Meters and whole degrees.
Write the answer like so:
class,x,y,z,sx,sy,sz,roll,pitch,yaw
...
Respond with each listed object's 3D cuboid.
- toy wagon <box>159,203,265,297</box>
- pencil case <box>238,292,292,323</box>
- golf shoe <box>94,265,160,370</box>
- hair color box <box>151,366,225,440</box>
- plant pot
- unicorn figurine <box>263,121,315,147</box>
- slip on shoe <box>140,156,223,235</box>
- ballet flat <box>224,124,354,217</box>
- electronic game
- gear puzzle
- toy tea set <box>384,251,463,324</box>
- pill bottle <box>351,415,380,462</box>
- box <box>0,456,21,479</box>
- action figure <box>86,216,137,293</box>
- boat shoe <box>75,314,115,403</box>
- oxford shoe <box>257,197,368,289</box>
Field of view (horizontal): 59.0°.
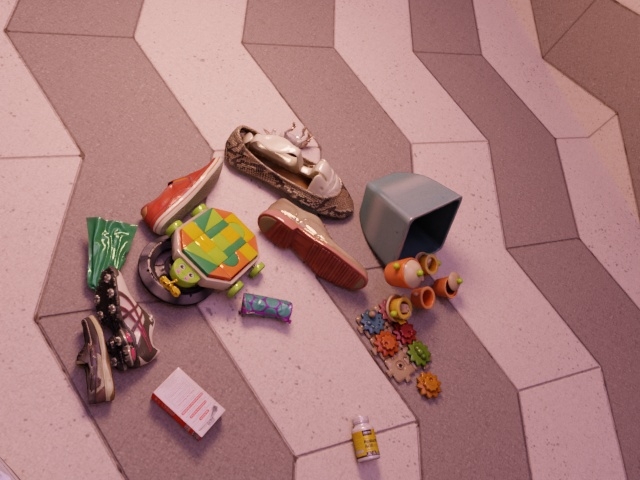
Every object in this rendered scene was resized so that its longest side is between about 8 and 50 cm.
class,x,y,z,sx,sy,sz,roll,pitch,yaw
toy wagon,-0.316,0.041,1.615,0.267,0.068,0.344,45,38,-1
pencil case,-0.157,0.197,1.645,0.152,0.064,0.070,12,42,-16
golf shoe,-0.506,0.198,1.476,0.120,0.105,0.272,-6,78,-51
hair color box,-0.338,0.418,1.449,0.167,0.053,0.093,41,53,5
plant pot,0.271,-0.089,1.893,0.248,0.247,0.252,-23,52,-31
unicorn figurine,-0.109,-0.365,1.978,0.162,0.111,0.060,31,43,-22
slip on shoe,-0.410,-0.155,1.715,0.101,0.123,0.331,37,59,5
ballet flat,-0.083,-0.230,1.851,0.483,0.182,0.164,27,54,-7
electronic game,-0.403,0.082,1.617,0.229,0.048,0.229,16,52,-21
gear puzzle,0.258,0.341,1.749,0.175,0.044,0.339,-25,74,-32
toy tea set,0.342,0.134,1.797,0.336,0.124,0.200,-15,95,-41
pill bottle,0.121,0.547,1.561,0.065,0.065,0.116,-2,62,-24
box,-0.671,0.504,1.131,0.231,0.262,0.127,45,55,5
action figure,-0.585,0.057,1.547,0.137,0.063,0.232,9,66,-20
boat shoe,-0.569,0.295,1.406,0.073,0.080,0.223,-10,71,-33
oxford shoe,0.000,0.000,1.784,0.397,0.140,0.146,38,47,-2
